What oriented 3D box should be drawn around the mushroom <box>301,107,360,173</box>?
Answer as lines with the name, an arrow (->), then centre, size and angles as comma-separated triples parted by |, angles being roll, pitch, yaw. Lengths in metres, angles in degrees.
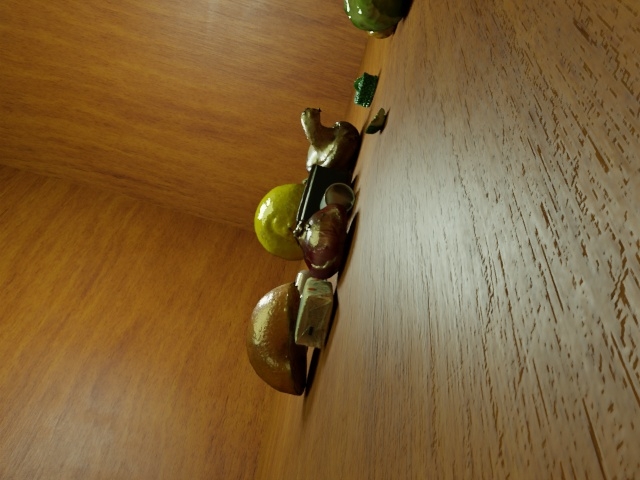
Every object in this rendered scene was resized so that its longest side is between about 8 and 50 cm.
mushroom -> 0.022, -0.358, 2.296 | 0.267, 0.255, 0.267 | 22, -90, -83

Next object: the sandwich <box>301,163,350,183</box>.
sandwich -> 0.024, -0.291, 2.445 | 0.117, 0.187, 0.144 | -102, 21, -81

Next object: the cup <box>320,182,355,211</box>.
cup -> 0.048, -0.105, 1.912 | 0.133, 0.099, 0.136 | 124, 164, -77

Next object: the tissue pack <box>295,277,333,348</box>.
tissue pack -> -0.016, 0.202, 1.680 | 0.196, 0.092, 0.148 | -94, 17, -78

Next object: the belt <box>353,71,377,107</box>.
belt -> 0.163, -0.573, 2.251 | 0.151, 0.079, 0.121 | 123, 161, -81

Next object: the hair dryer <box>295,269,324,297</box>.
hair dryer -> -0.020, 0.181, 2.006 | 0.344, 0.107, 0.189 | 144, 144, -70

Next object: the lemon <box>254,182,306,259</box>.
lemon -> -0.107, -0.077, 2.434 | 0.348, 0.348, 0.347 | -165, 90, -86

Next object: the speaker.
speaker -> 0.013, -0.131, 2.082 | 0.192, 0.153, 0.230 | 100, -176, -78

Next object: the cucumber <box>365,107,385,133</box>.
cucumber -> 0.158, -0.327, 1.670 | 0.067, 0.035, 0.107 | -57, 1, -7

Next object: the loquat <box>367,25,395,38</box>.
loquat -> 0.215, -0.775, 2.075 | 0.137, 0.113, 0.137 | -41, 40, 47

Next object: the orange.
orange -> -0.103, 0.309, 1.796 | 0.274, 0.310, 0.274 | -35, -9, -6

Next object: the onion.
onion -> 0.000, 0.000, 1.745 | 0.230, 0.163, 0.229 | -173, 90, -85

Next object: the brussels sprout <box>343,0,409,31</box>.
brussels sprout -> 0.165, -0.782, 1.833 | 0.271, 0.210, 0.219 | 50, -130, -47
